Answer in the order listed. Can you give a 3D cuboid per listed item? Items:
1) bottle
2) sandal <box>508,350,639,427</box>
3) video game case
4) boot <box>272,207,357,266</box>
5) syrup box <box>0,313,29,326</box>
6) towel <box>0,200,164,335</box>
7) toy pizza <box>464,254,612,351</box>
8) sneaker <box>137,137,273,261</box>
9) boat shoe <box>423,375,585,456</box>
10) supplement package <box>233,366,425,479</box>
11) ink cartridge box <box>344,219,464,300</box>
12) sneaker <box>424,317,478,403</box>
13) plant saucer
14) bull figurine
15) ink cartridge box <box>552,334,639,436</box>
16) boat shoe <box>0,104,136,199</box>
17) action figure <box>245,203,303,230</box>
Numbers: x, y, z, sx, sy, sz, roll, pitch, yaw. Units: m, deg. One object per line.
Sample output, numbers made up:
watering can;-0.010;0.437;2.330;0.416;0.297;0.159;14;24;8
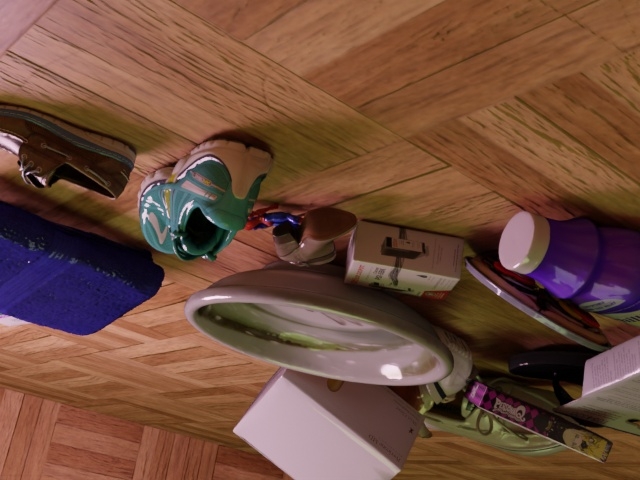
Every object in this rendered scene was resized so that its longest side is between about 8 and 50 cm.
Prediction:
bottle;0.335;0.039;0.952;0.283;0.092;0.118;17;160;-19
sandal;0.530;0.270;1.436;0.445;0.107;0.167;14;158;-12
video game case;0.350;0.293;1.412;0.210;0.042;0.232;24;176;5
boot;0.000;0.000;1.021;0.118;0.042;0.087;-7;153;21
syrup box;-0.575;0.061;1.404;0.093;0.096;0.237;-10;150;40
towel;-0.407;0.038;1.228;0.227;0.076;0.308;-29;141;33
toy pizza;0.264;0.066;1.023;0.201;0.032;0.201;29;-170;-6
sneaker;-0.148;-0.028;0.972;0.107;0.110;0.275;19;158;-22
boat shoe;0.311;0.312;1.633;0.367;0.136;0.156;6;158;36
supplement package;0.015;0.332;1.542;0.262;0.145;0.204;38;129;0
ink cartridge box;0.102;0.027;1.074;0.135;0.056;0.099;10;159;-1
sneaker;0.199;0.184;1.417;0.095;0.090;0.235;-24;143;4
plant saucer;0.004;0.113;1.261;0.400;0.100;0.400;11;160;4
bull figurine;0.124;0.293;1.625;0.310;0.188;0.101;5;-160;32
ink cartridge box;0.575;0.216;1.268;0.324;0.071;0.330;18;148;-20
boat shoe;-0.297;-0.093;0.928;0.183;0.066;0.066;14;158;-12
action figure;-0.058;-0.027;1.045;0.115;0.030;0.038;1;154;5
